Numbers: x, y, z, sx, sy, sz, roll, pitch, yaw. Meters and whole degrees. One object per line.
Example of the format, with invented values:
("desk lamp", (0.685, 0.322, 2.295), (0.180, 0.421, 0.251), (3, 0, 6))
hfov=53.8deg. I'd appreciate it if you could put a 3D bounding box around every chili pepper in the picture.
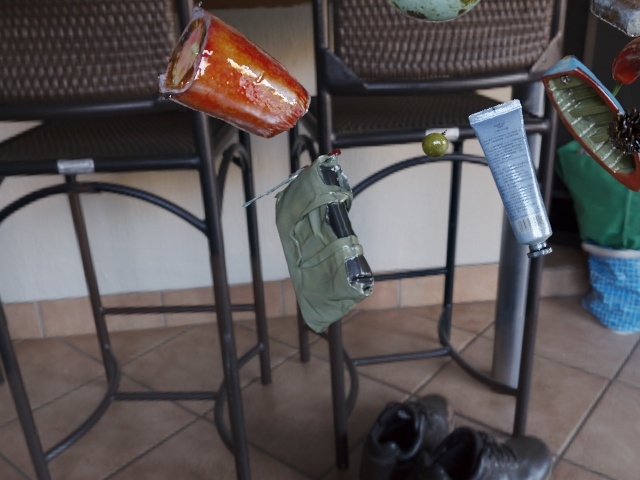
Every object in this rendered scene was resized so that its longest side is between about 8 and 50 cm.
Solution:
("chili pepper", (-0.207, -0.363, 1.469), (0.305, 0.229, 0.251), (29, 4, -41))
("chili pepper", (0.814, -0.456, 1.607), (0.092, 0.137, 0.368), (24, 5, 7))

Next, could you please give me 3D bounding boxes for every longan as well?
("longan", (0.305, -0.257, 1.653), (0.075, 0.083, 0.075), (33, 12, -8))

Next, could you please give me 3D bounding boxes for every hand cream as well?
("hand cream", (0.343, -0.104, 1.098), (0.091, 0.271, 0.058), (-18, -2, 12))

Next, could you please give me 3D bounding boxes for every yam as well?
("yam", (0.673, -0.516, 1.414), (0.079, 0.079, 0.141), (-10, 45, -20))

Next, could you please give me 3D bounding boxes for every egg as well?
("egg", (0.247, -0.556, 1.358), (0.231, 0.169, 0.169), (-2, 19, 28))

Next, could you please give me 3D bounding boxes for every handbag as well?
("handbag", (0.002, 0.002, 1.245), (0.109, 0.316, 0.253), (-6, -19, -26))

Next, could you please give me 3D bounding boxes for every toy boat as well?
("toy boat", (0.631, -0.254, 1.406), (0.136, 0.392, 0.079), (1, 57, 55))

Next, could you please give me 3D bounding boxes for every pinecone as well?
("pinecone", (0.496, -0.172, 0.994), (0.083, 0.077, 0.077), (0, 21, 17))

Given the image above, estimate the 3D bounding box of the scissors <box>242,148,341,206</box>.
("scissors", (-0.064, -0.130, 1.344), (0.144, 0.017, 0.247), (-23, 10, 43))
